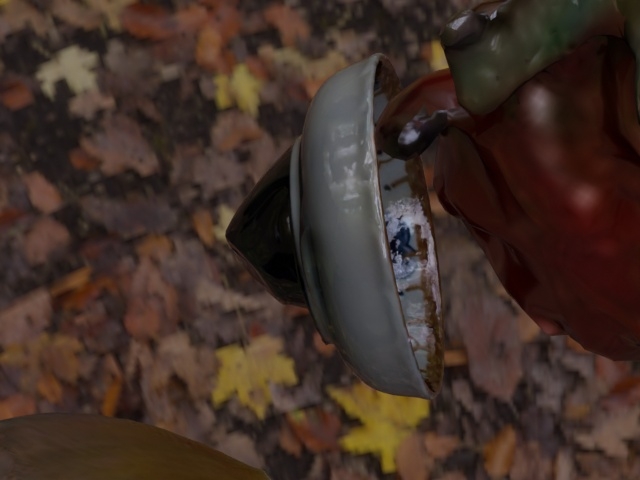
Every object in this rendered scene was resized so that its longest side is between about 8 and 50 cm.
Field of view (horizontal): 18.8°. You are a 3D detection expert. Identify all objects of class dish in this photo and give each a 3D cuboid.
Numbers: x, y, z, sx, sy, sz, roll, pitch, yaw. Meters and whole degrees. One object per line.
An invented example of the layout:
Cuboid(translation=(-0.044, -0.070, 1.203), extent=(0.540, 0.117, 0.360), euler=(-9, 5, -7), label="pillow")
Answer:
Cuboid(translation=(0.000, 0.000, 0.784), extent=(0.078, 0.141, 0.141), euler=(-10, 58, 11), label="dish")

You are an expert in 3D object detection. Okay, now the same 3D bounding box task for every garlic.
Cuboid(translation=(-0.093, 0.117, 0.676), extent=(0.128, 0.198, 0.090), euler=(9, 97, 25), label="garlic")

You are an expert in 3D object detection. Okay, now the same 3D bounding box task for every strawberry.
Cuboid(translation=(0.143, -0.066, 0.422), extent=(0.150, 0.280, 0.253), euler=(42, 91, 5), label="strawberry")
